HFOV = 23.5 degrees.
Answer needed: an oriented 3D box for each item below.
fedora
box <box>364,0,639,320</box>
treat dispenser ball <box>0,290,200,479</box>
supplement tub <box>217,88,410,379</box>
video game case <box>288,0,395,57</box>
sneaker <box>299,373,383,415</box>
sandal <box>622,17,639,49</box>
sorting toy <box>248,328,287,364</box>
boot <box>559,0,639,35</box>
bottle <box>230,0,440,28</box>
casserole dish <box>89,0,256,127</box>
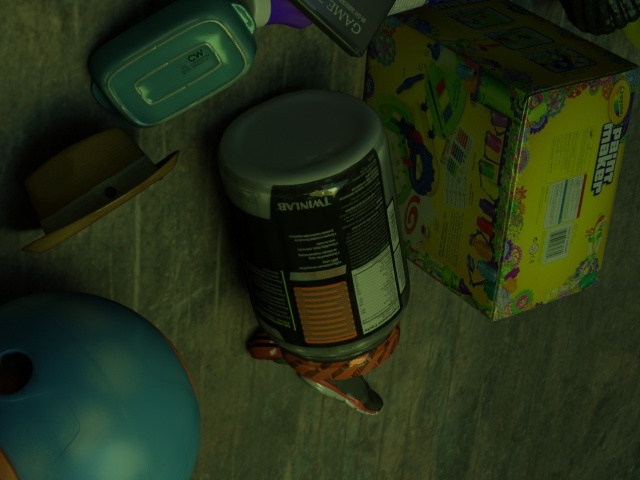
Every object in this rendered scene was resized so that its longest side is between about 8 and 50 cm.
[{"bbox_3d":[-0.241,-0.063,1.597,0.194,0.194,0.079,-35,97,-19],"label":"fedora"},{"bbox_3d":[0.196,-0.111,1.823,0.177,0.279,0.290,-16,127,-33],"label":"box"},{"bbox_3d":[-0.270,0.196,1.612,0.288,0.288,0.288,-22,129,-29],"label":"treat dispenser ball"},{"bbox_3d":[0.000,0.000,1.788,0.194,0.193,0.316,-30,133,-23],"label":"supplement tub"},{"bbox_3d":[0.045,-0.359,1.613,0.196,0.026,0.274,38,80,-35],"label":"video game case"},{"bbox_3d":[0.041,0.185,2.045,0.158,0.061,0.065,30,89,-48],"label":"sneaker"},{"bbox_3d":[0.487,-0.403,2.010,0.138,0.126,0.317,-21,137,-35],"label":"sandal"},{"bbox_3d":[-0.045,0.132,1.946,0.102,0.061,0.042,16,71,-53],"label":"sorting toy"},{"bbox_3d":[0.380,-0.443,1.868,0.348,0.131,0.260,-46,131,8],"label":"boot"},{"bbox_3d":[0.027,-0.295,1.693,0.283,0.092,0.118,-21,127,-30],"label":"bottle"},{"bbox_3d":[-0.151,-0.182,1.601,0.188,0.037,0.114,-29,131,8],"label":"casserole dish"}]
